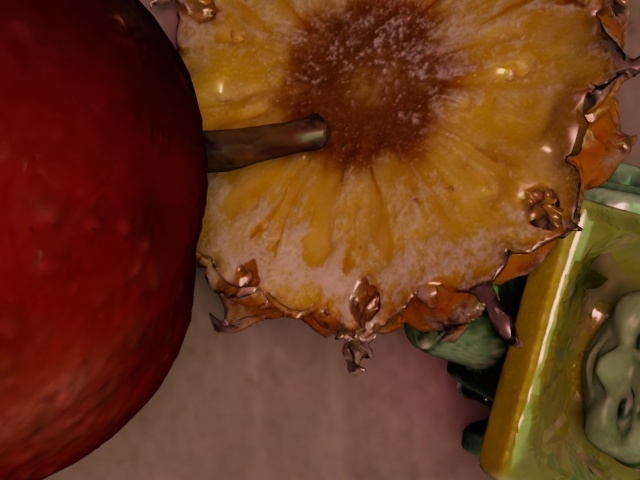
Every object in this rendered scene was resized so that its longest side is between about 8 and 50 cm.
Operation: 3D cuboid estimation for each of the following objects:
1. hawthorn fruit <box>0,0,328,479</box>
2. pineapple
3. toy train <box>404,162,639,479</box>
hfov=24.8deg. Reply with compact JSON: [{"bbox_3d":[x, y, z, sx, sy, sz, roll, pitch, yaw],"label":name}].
[{"bbox_3d":[-0.121,-0.009,0.463,0.266,0.230,0.210,-3,65,-23],"label":"hawthorn fruit"},{"bbox_3d":[0.025,-0.050,0.534,0.221,0.221,0.047,-63,149,-4],"label":"pineapple"},{"bbox_3d":[0.218,0.071,0.572,0.369,0.237,0.150,14,92,-19],"label":"toy train"}]
